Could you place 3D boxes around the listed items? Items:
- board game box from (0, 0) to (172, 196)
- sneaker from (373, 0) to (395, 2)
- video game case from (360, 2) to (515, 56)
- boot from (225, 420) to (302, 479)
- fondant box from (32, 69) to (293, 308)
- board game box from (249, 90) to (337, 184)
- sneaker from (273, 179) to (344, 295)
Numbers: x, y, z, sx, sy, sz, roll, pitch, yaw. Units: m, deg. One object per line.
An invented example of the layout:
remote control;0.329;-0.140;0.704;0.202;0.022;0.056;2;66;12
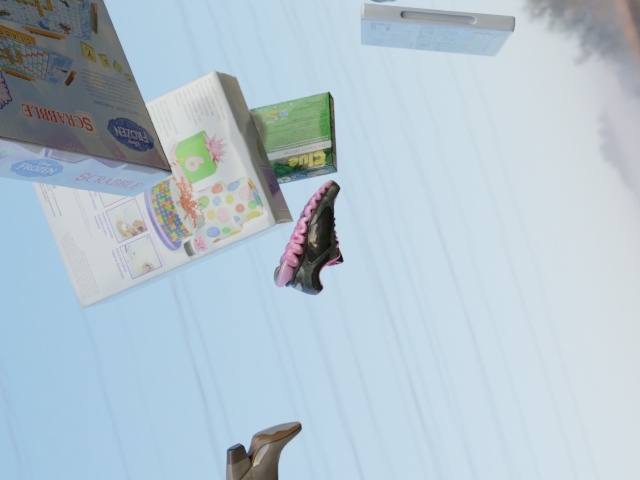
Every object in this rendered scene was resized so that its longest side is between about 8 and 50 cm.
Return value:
board game box;-0.319;-0.209;1.282;0.318;0.066;0.318;8;-125;-62
sneaker;-0.025;-0.353;1.387;0.281;0.105;0.115;38;-123;-6
video game case;0.159;-0.296;1.748;0.227;0.206;0.026;10;-94;-88
boot;-0.069;0.294;1.602;0.042;0.118;0.087;-147;40;-69
fondant box;-0.237;-0.071;1.805;0.238;0.330;0.096;68;-164;4
board game box;-0.102;-0.143;1.921;0.030;0.259;0.136;54;-149;-57
sneaker;0.000;0.000;1.194;0.047;0.057;0.119;130;163;-74
